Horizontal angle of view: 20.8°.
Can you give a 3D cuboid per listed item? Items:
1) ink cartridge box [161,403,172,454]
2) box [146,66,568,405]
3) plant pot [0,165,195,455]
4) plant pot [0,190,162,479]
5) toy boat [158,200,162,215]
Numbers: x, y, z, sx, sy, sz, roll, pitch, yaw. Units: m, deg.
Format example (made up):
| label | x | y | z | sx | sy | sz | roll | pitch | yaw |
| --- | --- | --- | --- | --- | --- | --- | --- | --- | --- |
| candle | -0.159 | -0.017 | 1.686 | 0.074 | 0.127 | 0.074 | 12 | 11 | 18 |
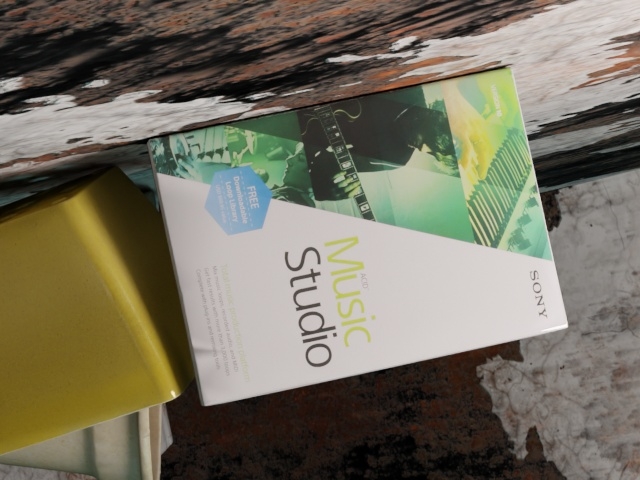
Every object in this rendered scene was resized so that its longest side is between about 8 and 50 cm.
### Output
| label | x | y | z | sx | sy | sz | roll | pitch | yaw |
| --- | --- | --- | --- | --- | --- | --- | --- | --- | --- |
| ink cartridge box | -0.284 | 0.150 | 2.413 | 0.091 | 0.308 | 0.385 | -12 | 178 | -2 |
| box | 0.032 | -0.003 | 1.492 | 0.322 | 0.232 | 0.058 | -12 | 178 | -6 |
| plant pot | -0.227 | 0.052 | 1.566 | 0.212 | 0.187 | 0.212 | -18 | -169 | 16 |
| plant pot | -0.330 | 0.115 | 1.887 | 0.305 | 0.334 | 0.334 | -1 | 177 | -2 |
| toy boat | -0.048 | -0.001 | 2.023 | 0.318 | 0.148 | 0.267 | -10 | 177 | -37 |
